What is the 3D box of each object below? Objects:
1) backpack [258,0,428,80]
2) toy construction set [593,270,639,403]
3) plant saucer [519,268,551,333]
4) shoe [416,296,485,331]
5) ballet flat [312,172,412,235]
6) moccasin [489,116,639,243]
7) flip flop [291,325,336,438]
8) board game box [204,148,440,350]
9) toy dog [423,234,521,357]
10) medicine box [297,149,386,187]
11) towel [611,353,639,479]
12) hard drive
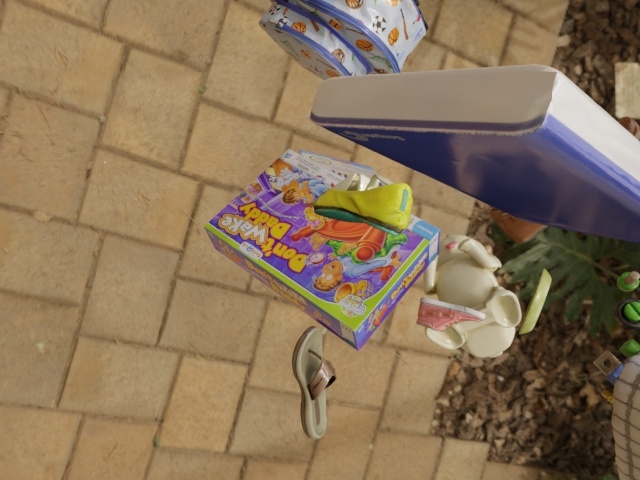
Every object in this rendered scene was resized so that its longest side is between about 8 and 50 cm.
[{"bbox_3d":[0.043,-0.388,0.941,0.276,0.263,0.213,14,102,-57],"label":"backpack"},{"bbox_3d":[0.694,0.248,1.047,0.309,0.237,0.257,20,75,18],"label":"toy construction set"},{"bbox_3d":[0.735,0.213,1.824,0.037,0.241,0.241,20,90,20],"label":"plant saucer"},{"bbox_3d":[0.352,0.215,1.464,0.178,0.063,0.081,13,81,16],"label":"shoe"},{"bbox_3d":[0.061,-0.059,0.776,0.077,0.231,0.077,17,91,-25],"label":"ballet flat"},{"bbox_3d":[0.579,-0.158,1.291,0.147,0.139,0.380,44,120,-7],"label":"moccasin"},{"bbox_3d":[-0.003,0.327,1.231,0.112,0.080,0.277,-19,108,-58],"label":"flip flop"},{"bbox_3d":[0.000,0.000,0.954,0.233,0.347,0.078,-47,151,-22],"label":"board game box"},{"bbox_3d":[0.500,0.148,1.768,0.285,0.408,0.395,-35,126,25],"label":"toy dog"},{"bbox_3d":[0.054,-0.148,1.661,0.264,0.289,0.149,11,112,-16],"label":"medicine box"},{"bbox_3d":[0.376,0.220,0.414,0.121,0.235,0.283,-32,116,-20],"label":"towel"},{"bbox_3d":[0.175,-0.057,0.453,0.319,0.210,0.040,16,91,-38],"label":"hard drive"}]
